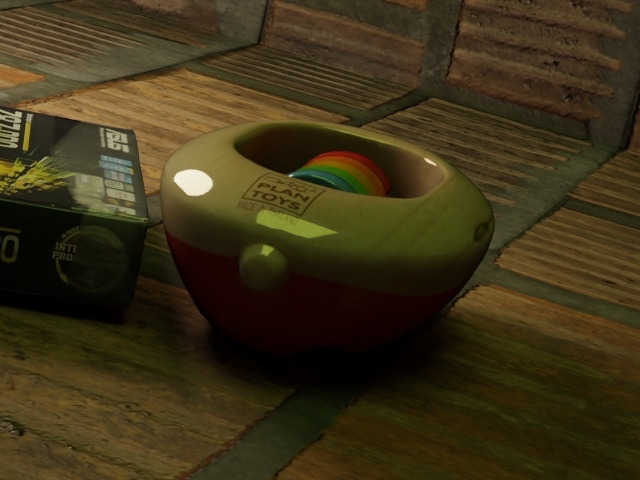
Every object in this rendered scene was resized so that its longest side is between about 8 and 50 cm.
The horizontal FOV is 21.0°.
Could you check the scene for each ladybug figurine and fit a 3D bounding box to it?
[{"bbox_3d":[0.000,0.000,1.616,0.305,0.162,0.449,18,16,15],"label":"ladybug figurine"}]

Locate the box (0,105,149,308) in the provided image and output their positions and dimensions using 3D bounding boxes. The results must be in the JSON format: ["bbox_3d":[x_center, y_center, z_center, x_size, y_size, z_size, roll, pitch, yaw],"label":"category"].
[{"bbox_3d":[-0.334,-0.053,1.654,0.318,0.097,0.395,12,14,-10],"label":"box"}]
